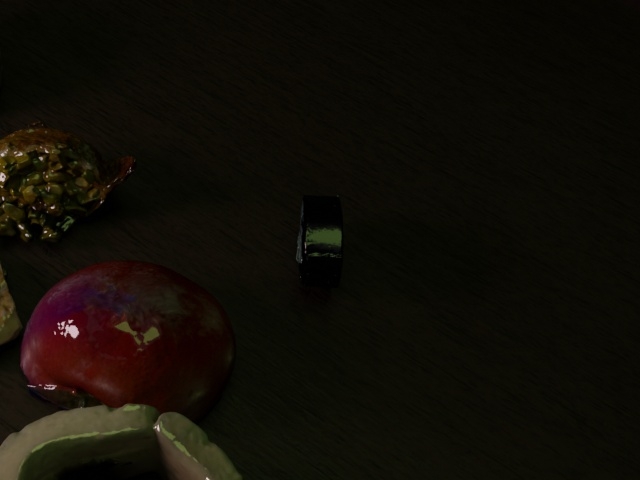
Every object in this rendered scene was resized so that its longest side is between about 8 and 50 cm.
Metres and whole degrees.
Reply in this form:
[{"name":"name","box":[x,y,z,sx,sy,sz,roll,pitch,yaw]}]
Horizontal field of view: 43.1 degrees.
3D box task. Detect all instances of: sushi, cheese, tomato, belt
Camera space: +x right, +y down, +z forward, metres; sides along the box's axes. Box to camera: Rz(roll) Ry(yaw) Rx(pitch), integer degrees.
[{"name":"sushi","box":[-0.487,-0.105,1.441,0.296,0.167,0.179,8,25,-16]},{"name":"cheese","box":[-0.266,0.368,1.073,0.332,0.153,0.292,-10,53,-23]},{"name":"tomato","box":[-0.293,0.128,1.265,0.334,0.176,0.290,21,45,7]},{"name":"belt","box":[0.000,0.000,1.466,0.078,0.151,0.198,2,40,-6]}]

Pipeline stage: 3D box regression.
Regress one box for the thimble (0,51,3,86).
[{"name":"thimble","box":[-0.761,-0.371,1.572,0.291,0.195,0.291,6,48,-7]}]

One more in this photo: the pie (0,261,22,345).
[{"name":"pie","box":[-0.581,0.109,1.293,0.185,0.052,0.218,-22,56,-23]}]
